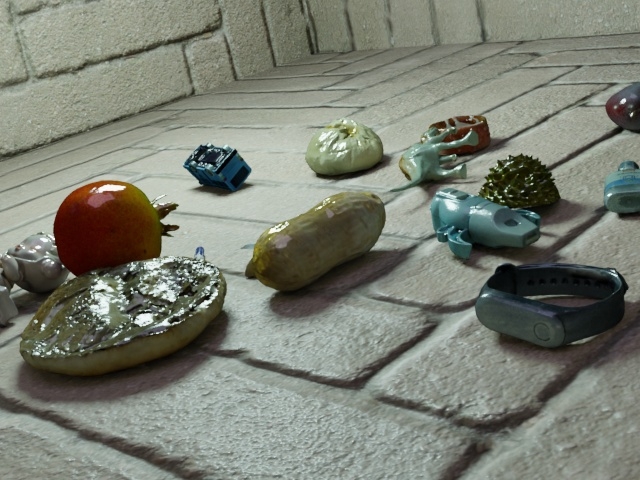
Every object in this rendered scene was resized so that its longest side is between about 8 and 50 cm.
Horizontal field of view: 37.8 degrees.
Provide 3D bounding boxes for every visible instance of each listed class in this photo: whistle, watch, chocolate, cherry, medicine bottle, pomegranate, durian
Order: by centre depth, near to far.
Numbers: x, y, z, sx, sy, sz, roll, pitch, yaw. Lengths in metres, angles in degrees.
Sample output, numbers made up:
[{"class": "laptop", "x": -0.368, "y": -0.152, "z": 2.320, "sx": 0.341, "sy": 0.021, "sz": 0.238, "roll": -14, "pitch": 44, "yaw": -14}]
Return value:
[{"class": "watch", "x": 0.334, "y": 0.086, "z": 1.368, "sx": 0.206, "sy": 0.068, "sz": 0.193, "roll": 12, "pitch": 26, "yaw": 43}, {"class": "whistle", "x": 0.291, "y": -0.035, "z": 1.712, "sx": 0.186, "sy": 0.093, "sz": 0.274, "roll": -20, "pitch": 23, "yaw": -27}, {"class": "chocolate", "x": 0.000, "y": 0.000, "z": 1.727, "sx": 0.309, "sy": 0.134, "sz": 0.134, "roll": -31, "pitch": 26, "yaw": -35}, {"class": "medicine bottle", "x": 0.588, "y": -0.105, "z": 1.781, "sx": 0.090, "sy": 0.053, "sz": 0.208, "roll": -5, "pitch": 19, "yaw": 20}, {"class": "durian", "x": 0.379, "y": -0.116, "z": 1.818, "sx": 0.187, "sy": 0.108, "sz": 0.119, "roll": -9, "pitch": 0, "yaw": 1}, {"class": "pomegranate", "x": -0.405, "y": -0.019, "z": 1.881, "sx": 0.257, "sy": 0.220, "sz": 0.221, "roll": -24, "pitch": 22, "yaw": -21}, {"class": "cherry", "x": 0.722, "y": -0.307, "z": 2.205, "sx": 0.188, "sy": 0.115, "sz": 0.148, "roll": -29, "pitch": 44, "yaw": -29}]

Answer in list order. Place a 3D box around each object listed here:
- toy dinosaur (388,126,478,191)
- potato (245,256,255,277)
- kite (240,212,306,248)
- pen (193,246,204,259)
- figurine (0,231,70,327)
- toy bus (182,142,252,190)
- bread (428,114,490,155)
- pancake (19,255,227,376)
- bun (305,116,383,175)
[{"class": "toy dinosaur", "x": 0.251, "y": -0.175, "z": 2.138, "sx": 0.206, "sy": 0.092, "sz": 0.393, "roll": -3, "pitch": 32, "yaw": 36}, {"class": "potato", "x": -0.103, "y": 0.040, "z": 1.804, "sx": 0.093, "sy": 0.036, "sz": 0.037, "roll": -25, "pitch": 19, "yaw": -36}, {"class": "kite", "x": -0.047, "y": -0.026, "z": 1.956, "sx": 0.169, "sy": 0.015, "sz": 0.310, "roll": -5, "pitch": 14, "yaw": 17}, {"class": "pen", "x": -0.247, "y": 0.051, "z": 1.879, "sx": 0.025, "sy": 0.025, "sz": 0.204, "roll": -12, "pitch": 18, "yaw": -1}, {"class": "figurine", "x": -0.599, "y": 0.067, "z": 1.901, "sx": 0.182, "sy": 0.144, "sz": 0.257, "roll": -22, "pitch": 9, "yaw": 44}, {"class": "toy bus", "x": -0.275, "y": -0.193, "z": 2.478, "sx": 0.185, "sy": 0.106, "sz": 0.090, "roll": 15, "pitch": 63, "yaw": 53}, {"class": "bread", "x": 0.351, "y": -0.266, "z": 2.366, "sx": 0.161, "sy": 0.073, "sz": 0.160, "roll": -7, "pitch": 18, "yaw": 2}, {"class": "pancake", "x": -0.340, "y": 0.125, "z": 1.629, "sx": 0.387, "sy": 0.082, "sz": 0.387, "roll": -10, "pitch": 23, "yaw": 4}, {"class": "bun", "x": 0.059, "y": -0.249, "z": 2.408, "sx": 0.223, "sy": 0.127, "sz": 0.222, "roll": -10, "pitch": 16, "yaw": 3}]
